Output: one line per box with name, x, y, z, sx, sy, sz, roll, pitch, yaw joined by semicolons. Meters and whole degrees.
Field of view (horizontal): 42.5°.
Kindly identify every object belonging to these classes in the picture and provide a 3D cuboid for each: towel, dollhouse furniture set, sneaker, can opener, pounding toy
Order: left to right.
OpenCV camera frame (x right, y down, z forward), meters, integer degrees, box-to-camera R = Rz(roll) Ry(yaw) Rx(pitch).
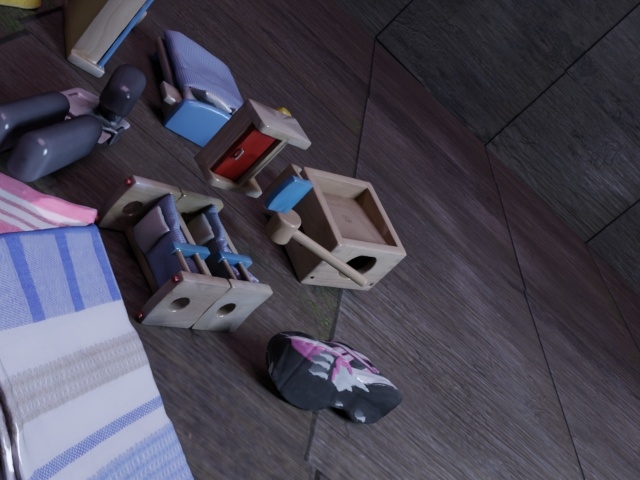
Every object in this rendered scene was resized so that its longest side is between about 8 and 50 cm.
towel;-0.241;0.013;0.650;0.144;0.029;0.197;29;27;-35
can opener;-0.239;-0.132;0.800;0.076;0.095;0.283;35;13;-7
towel;-0.127;0.125;0.483;0.209;0.034;0.285;-15;84;-80
dollhouse furniture set;-0.163;-0.298;1.111;0.303;0.198;0.286;29;28;-38
dollhouse furniture set;-0.094;-0.024;0.771;0.129;0.183;0.129;13;38;-54
pounding toy;-0.001;0.007;1.028;0.206;0.094;0.181;9;46;-43
sneaker;0.003;0.134;0.855;0.178;0.072;0.077;38;10;-41

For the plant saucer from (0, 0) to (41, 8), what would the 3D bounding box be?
plant saucer;-0.483;-0.406;0.875;0.333;0.081;0.332;49;22;7
